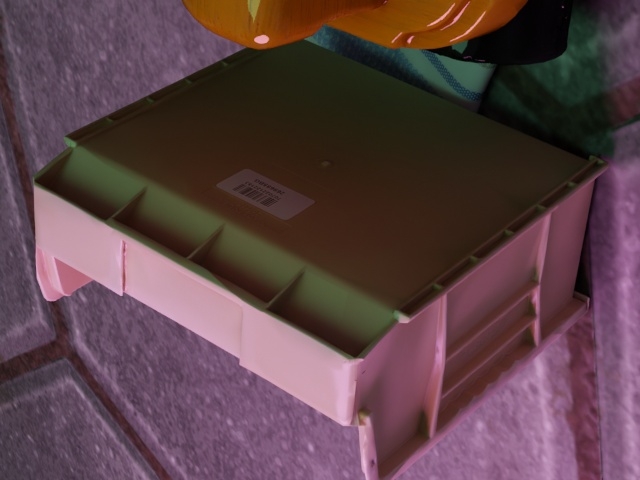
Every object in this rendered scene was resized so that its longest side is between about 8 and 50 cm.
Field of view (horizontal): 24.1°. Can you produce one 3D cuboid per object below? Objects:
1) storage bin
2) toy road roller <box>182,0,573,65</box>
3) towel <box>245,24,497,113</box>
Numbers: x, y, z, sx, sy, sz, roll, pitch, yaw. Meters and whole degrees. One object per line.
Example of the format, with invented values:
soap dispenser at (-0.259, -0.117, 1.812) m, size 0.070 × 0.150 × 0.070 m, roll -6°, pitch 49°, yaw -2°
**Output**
storage bin at (0.000, 0.000, 0.934) m, size 0.262 × 0.260 × 0.123 m, roll 28°, pitch 131°, yaw 28°
toy road roller at (-0.013, -0.216, 0.822) m, size 0.330 × 0.241 × 0.202 m, roll 26°, pitch 122°, yaw 36°
towel at (0.035, -0.157, 1.024) m, size 0.209 × 0.034 × 0.285 m, roll 48°, pitch 143°, yaw 22°
